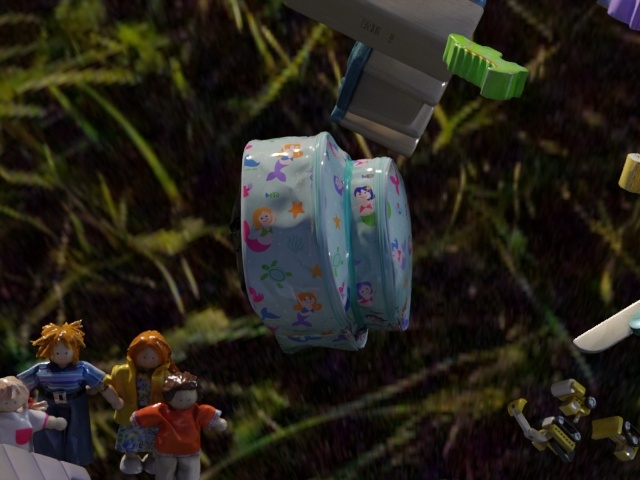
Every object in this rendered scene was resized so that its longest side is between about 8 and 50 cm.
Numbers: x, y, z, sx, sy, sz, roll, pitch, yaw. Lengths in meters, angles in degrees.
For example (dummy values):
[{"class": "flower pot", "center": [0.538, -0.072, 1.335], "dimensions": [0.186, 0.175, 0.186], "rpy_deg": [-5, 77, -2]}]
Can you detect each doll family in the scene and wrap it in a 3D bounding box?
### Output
[{"class": "doll family", "center": [-0.228, 0.163, 1.671], "dimensions": [0.263, 0.118, 0.163], "rpy_deg": [-1, 115, -10]}]

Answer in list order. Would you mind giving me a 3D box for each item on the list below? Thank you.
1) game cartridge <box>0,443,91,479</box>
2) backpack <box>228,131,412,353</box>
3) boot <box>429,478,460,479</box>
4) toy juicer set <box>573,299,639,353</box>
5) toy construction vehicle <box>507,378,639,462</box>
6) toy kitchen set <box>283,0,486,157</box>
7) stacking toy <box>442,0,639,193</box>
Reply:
[{"class": "game cartridge", "center": [-0.233, 0.306, 1.412], "dimensions": [0.068, 0.230, 0.355], "rpy_deg": [-52, 46, 17]}, {"class": "backpack", "center": [0.000, 0.000, 1.795], "dimensions": [0.191, 0.253, 0.225], "rpy_deg": [-6, 72, 16]}, {"class": "boot", "center": [0.214, 0.256, 1.360], "dimensions": [0.222, 0.338, 0.118], "rpy_deg": [-12, 66, 9]}, {"class": "toy juicer set", "center": [0.418, 0.051, 1.638], "dimensions": [0.209, 0.089, 0.329], "rpy_deg": [-40, 28, -25]}, {"class": "toy construction vehicle", "center": [0.224, 0.167, 1.471], "dimensions": [0.098, 0.086, 0.035], "rpy_deg": [44, 52, -24]}, {"class": "toy kitchen set", "center": [0.054, -0.177, 1.160], "dimensions": [0.122, 0.207, 0.166], "rpy_deg": [26, 69, 1]}, {"class": "stacking toy", "center": [0.144, -0.128, 0.845], "dimensions": [0.052, 0.167, 0.221], "rpy_deg": [-4, 28, -37]}]
